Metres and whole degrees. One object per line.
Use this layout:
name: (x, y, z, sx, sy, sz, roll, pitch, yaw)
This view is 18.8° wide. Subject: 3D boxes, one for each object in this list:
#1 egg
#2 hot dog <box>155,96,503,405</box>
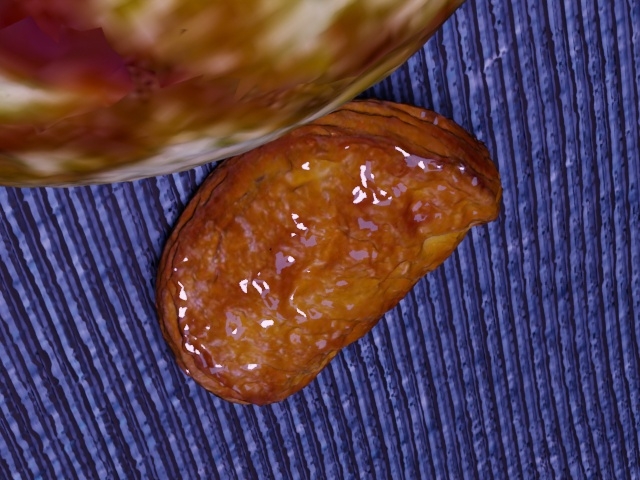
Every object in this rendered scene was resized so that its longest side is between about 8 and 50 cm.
egg: (-0.074, -0.127, 0.458, 0.289, 0.238, 0.238, -19, 149, 36)
hot dog: (0.002, 0.002, 0.747, 0.147, 0.065, 0.099, -43, 138, 21)
